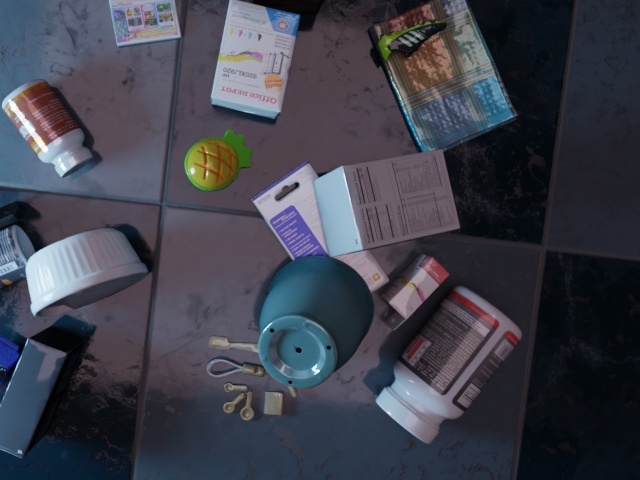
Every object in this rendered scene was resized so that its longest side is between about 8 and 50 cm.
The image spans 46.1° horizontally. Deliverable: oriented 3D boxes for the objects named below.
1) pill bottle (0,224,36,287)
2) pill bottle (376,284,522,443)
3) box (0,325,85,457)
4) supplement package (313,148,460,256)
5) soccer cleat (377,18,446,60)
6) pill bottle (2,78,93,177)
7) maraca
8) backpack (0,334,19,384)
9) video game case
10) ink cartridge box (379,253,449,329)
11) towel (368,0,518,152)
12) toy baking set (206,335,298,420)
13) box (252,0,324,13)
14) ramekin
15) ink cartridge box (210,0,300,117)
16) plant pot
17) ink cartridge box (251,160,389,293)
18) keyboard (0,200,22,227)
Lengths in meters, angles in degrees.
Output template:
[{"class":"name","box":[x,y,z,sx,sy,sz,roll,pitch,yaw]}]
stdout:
[{"class":"pill bottle","box":[-0.809,0.065,1.774,0.246,0.130,0.130,-23,95,-4]},{"class":"pill bottle","box":[0.314,0.310,1.873,0.210,0.210,0.363,39,89,-7]},{"class":"box","box":[-0.671,0.352,1.779,0.103,0.184,0.261,23,90,-8]},{"class":"supplement package","box":[0.154,-0.087,1.798,0.263,0.199,0.198,-12,88,-21]},{"class":"soccer cleat","box":[0.230,-0.497,1.865,0.179,0.060,0.072,-17,103,2]},{"class":"pill bottle","box":[-0.639,-0.262,1.778,0.121,0.121,0.216,-35,96,-3]},{"class":"maraca","box":[-0.248,-0.197,1.841,0.186,0.099,0.127,-35,103,-29]},{"class":"backpack","box":[-0.784,0.297,1.807,0.098,0.101,0.120,37,121,-3]},{"class":"video game case","box":[-0.430,-0.557,1.836,0.157,0.019,0.143,-10,95,-7]},{"class":"ink cartridge box","box":[0.221,0.128,1.899,0.067,0.115,0.198,44,87,-8]},{"class":"towel","box":[0.315,-0.424,1.917,0.271,0.040,0.370,-25,95,-5]},{"class":"toy baking set","box":[-0.176,0.343,1.910,0.197,0.030,0.256,-21,95,-5]},{"class":"box","box":[-0.078,-0.641,1.778,0.167,0.203,0.168,-4,94,-6]},{"class":"ramekin","box":[-0.551,0.070,1.743,0.273,0.273,0.127,-23,85,-5]},{"class":"ink cartridge box","box":[-0.157,-0.426,1.798,0.171,0.168,0.232,11,93,-8]},{"class":"plant pot","box":[-0.028,0.206,1.762,0.272,0.255,0.271,4,111,12]},{"class":"ink cartridge box","box":[0.000,0.000,1.893,0.176,0.069,0.371,-35,99,-3]},{"class":"keyboard","box":[-0.846,0.004,1.736,0.317,0.201,0.033,-24,114,-4]}]
